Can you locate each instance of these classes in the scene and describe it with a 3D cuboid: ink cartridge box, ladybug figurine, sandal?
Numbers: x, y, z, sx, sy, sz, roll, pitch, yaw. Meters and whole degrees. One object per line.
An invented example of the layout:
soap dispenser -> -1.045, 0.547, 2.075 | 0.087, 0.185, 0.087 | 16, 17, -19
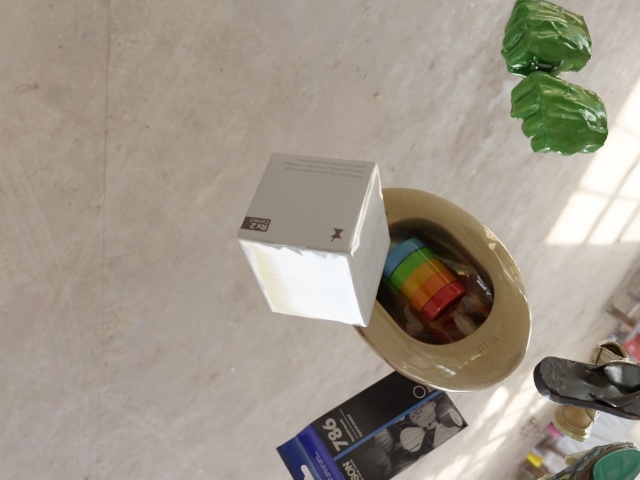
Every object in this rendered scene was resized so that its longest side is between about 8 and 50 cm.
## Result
ink cartridge box -> 0.099, 0.367, 1.286 | 0.332, 0.165, 0.065 | -28, 162, -20
ladybug figurine -> 0.196, 0.089, 1.279 | 0.305, 0.449, 0.162 | -36, 152, -1
sandal -> 0.466, 0.232, 1.097 | 0.254, 0.097, 0.054 | 6, 143, -16

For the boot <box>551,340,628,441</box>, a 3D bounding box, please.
boot -> 0.536, 0.291, 1.355 | 0.213, 0.077, 0.165 | -20, 136, -59

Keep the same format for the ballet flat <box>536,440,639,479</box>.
ballet flat -> 0.300, 0.282, 0.808 | 0.188, 0.070, 0.070 | -17, 140, -30

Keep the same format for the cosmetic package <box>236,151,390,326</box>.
cosmetic package -> 0.000, 0.000, 0.936 | 0.184, 0.151, 0.151 | 75, 28, -52

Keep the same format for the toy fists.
toy fists -> 0.365, -0.264, 1.107 | 0.142, 0.279, 0.096 | 7, 161, -31
